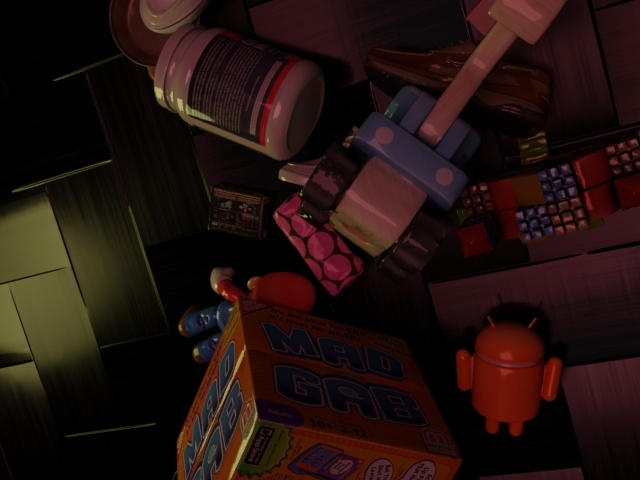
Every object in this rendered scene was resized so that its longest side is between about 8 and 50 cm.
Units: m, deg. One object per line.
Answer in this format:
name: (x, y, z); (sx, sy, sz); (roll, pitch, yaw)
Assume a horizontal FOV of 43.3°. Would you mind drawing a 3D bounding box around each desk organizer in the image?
desk organizer: (0.306, -0.407, 1.358); (0.050, 0.047, 0.130); (44, 114, 4)

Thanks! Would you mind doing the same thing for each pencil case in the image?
pencil case: (0.000, 0.000, 1.557); (0.098, 0.095, 0.209); (-37, 90, 10)

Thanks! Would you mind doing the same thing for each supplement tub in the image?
supplement tub: (-0.146, -0.277, 1.487); (0.272, 0.191, 0.191); (23, 110, 14)

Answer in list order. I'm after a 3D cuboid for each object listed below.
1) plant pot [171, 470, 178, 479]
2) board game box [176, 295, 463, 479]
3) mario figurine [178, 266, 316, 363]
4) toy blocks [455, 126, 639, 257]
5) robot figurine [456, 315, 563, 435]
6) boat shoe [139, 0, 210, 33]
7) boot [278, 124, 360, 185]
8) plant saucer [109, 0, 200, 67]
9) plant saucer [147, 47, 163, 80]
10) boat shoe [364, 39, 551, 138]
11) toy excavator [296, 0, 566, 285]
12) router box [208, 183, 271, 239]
plant pot: (-0.203, 0.531, 1.686); (0.165, 0.234, 0.165); (31, 111, 12)
board game box: (-0.028, 0.375, 1.441); (0.356, 0.356, 0.356); (17, 112, -19)
mario figurine: (-0.129, 0.147, 1.648); (0.321, 0.170, 0.198); (-24, 130, 35)
toy blocks: (0.374, -0.076, 1.294); (0.381, 0.261, 0.190); (-16, 97, 24)
robot figurine: (0.341, 0.240, 1.461); (0.158, 0.128, 0.219); (17, 112, 46)
boat shoe: (-0.227, -0.535, 1.451); (0.136, 0.156, 0.367); (46, 107, 8)
boot: (0.052, -0.154, 1.505); (0.258, 0.095, 0.123); (8, 100, 11)
plant saucer: (-0.321, -0.441, 1.592); (0.199, 0.036, 0.198); (2, 97, 16)
plant saucer: (-0.319, -0.354, 1.633); (0.083, 0.015, 0.083); (5, 105, 20)
boat shoe: (0.240, -0.277, 1.389); (0.324, 0.122, 0.119); (20, 79, 13)
toy excavator: (0.178, -0.186, 1.252); (0.222, 0.433, 0.445); (34, 81, 1)
router box: (-0.164, -0.059, 1.633); (0.123, 0.038, 0.092); (12, 108, 18)
